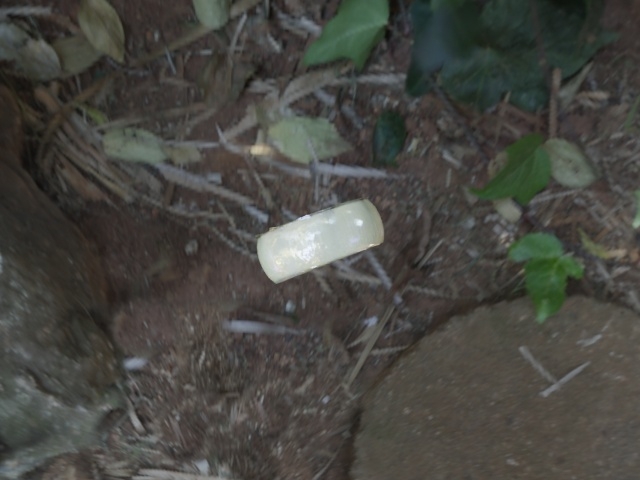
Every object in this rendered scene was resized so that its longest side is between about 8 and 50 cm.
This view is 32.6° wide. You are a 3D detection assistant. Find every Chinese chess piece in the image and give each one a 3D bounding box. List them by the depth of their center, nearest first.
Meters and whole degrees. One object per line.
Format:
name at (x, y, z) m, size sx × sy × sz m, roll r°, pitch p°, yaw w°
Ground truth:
Chinese chess piece at (0.000, 0.000, 1.034) m, size 0.122 × 0.122 × 0.051 m, roll -19°, pitch 88°, yaw -9°
